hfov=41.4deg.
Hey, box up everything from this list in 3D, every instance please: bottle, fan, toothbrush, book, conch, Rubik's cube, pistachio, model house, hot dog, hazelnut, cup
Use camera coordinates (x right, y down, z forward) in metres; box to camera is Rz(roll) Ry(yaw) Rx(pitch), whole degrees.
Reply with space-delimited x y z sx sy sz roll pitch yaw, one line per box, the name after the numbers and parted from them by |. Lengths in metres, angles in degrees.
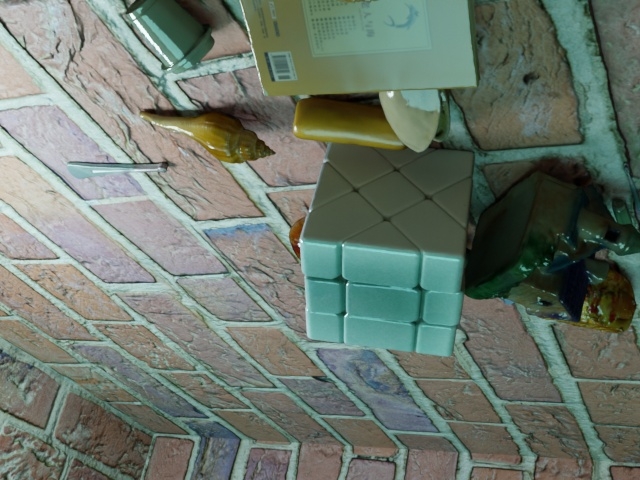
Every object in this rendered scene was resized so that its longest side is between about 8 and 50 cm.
0.641 -0.055 1.802 0.030 0.030 0.083 -6 145 29 | bottle
-0.492 -0.174 2.042 0.282 0.023 0.057 -1 139 23 | fan
0.638 -0.106 1.730 0.011 0.014 0.167 -13 143 24 | toothbrush
0.057 -0.364 1.383 0.388 0.032 0.269 2 126 19 | book
-0.236 -0.235 1.777 0.330 0.109 0.093 25 115 19 | conch
0.144 0.013 1.762 0.321 0.319 0.316 6 136 9 | Rubik's cube
0.172 -0.256 1.523 0.152 0.126 0.223 49 162 33 | pistachio
0.501 0.032 1.790 0.280 0.245 0.312 22 159 -9 | model house
0.640 0.135 2.031 0.256 0.150 0.153 11 161 2 | hot dog
0.000 0.000 2.053 0.154 0.143 0.143 3 154 -17 | hazelnut
-0.270 -0.379 1.513 0.120 0.120 0.141 -13 130 38 | cup

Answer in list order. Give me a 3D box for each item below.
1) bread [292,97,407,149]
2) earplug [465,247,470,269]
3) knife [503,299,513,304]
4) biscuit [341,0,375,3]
0.066 -0.232 1.656 0.239 0.093 0.074 7 130 7 | bread
0.227 0.055 2.032 0.280 0.164 0.257 -20 130 34 | earplug
0.468 0.096 2.151 0.044 0.019 0.313 9 152 23 | knife
0.048 -0.459 1.267 0.219 0.033 0.220 10 132 11 | biscuit
